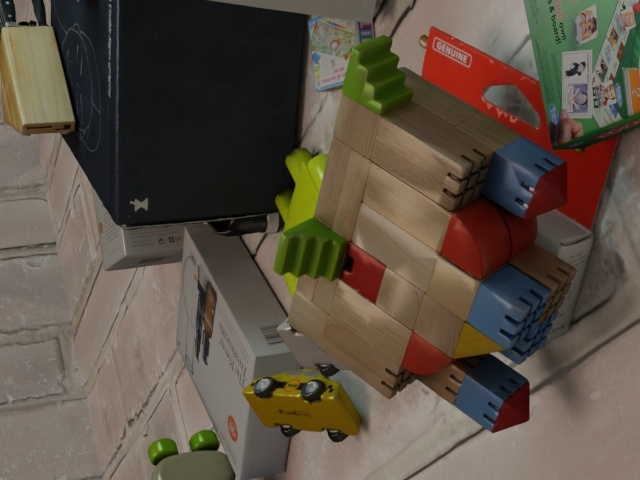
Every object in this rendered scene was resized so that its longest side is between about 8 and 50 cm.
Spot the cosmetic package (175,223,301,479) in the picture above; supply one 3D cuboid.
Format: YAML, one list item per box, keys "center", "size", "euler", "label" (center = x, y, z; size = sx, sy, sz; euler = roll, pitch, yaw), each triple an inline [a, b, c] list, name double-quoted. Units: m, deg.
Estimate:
- center: [-0.153, 0.187, 1.998]
  size: [0.377, 0.097, 0.284]
  euler: [-125, 33, -48]
  label: "cosmetic package"

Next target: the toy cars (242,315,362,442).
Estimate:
- center: [0.013, 0.175, 1.598]
  size: [0.176, 0.087, 0.394]
  euler: [33, 144, 3]
  label: "toy cars"

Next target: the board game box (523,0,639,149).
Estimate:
- center: [0.254, -0.258, 0.979]
  size: [0.213, 0.046, 0.317]
  euler: [-21, 76, 59]
  label: "board game box"

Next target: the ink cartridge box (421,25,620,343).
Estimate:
- center: [0.164, -0.060, 1.169]
  size: [0.275, 0.060, 0.239]
  euler: [37, 132, 40]
  label: "ink cartridge box"

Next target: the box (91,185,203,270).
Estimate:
- center: [-0.366, -0.129, 2.306]
  size: [0.215, 0.168, 0.345]
  euler: [157, 105, -66]
  label: "box"

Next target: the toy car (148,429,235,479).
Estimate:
- center: [-0.230, 0.458, 2.007]
  size: [0.188, 0.149, 0.155]
  euler: [103, 151, -45]
  label: "toy car"

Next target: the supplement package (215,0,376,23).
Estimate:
- center: [-0.069, -0.401, 1.401]
  size: [0.198, 0.262, 0.199]
  euler: [44, 126, 55]
  label: "supplement package"

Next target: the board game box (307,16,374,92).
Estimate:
- center: [0.029, -0.262, 1.541]
  size: [0.154, 0.026, 0.103]
  euler: [-179, 83, -66]
  label: "board game box"

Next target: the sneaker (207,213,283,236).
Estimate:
- center: [-0.152, -0.051, 1.912]
  size: [0.234, 0.106, 0.078]
  euler: [-162, 68, -65]
  label: "sneaker"

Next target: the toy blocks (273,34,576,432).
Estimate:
- center: [0.118, 0.025, 1.093]
  size: [0.261, 0.190, 0.381]
  euler: [34, 131, 26]
  label: "toy blocks"

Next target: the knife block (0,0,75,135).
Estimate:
- center: [-0.492, -0.312, 1.917]
  size: [0.275, 0.088, 0.242]
  euler: [-152, 58, -63]
  label: "knife block"

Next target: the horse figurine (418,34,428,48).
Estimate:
- center: [0.113, -0.108, 1.328]
  size: [0.174, 0.066, 0.263]
  euler: [59, 140, 26]
  label: "horse figurine"

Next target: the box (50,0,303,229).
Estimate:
- center: [-0.248, -0.338, 1.819]
  size: [0.472, 0.297, 0.480]
  euler: [-130, 40, -55]
  label: "box"

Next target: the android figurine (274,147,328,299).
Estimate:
- center: [0.000, 0.000, 1.646]
  size: [0.248, 0.056, 0.273]
  euler: [109, 148, -45]
  label: "android figurine"
